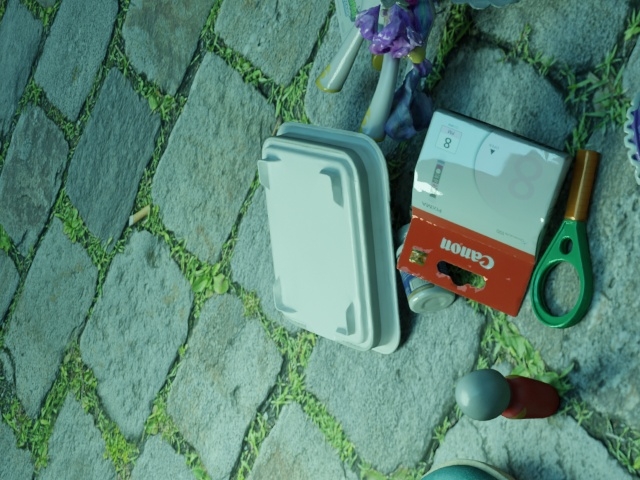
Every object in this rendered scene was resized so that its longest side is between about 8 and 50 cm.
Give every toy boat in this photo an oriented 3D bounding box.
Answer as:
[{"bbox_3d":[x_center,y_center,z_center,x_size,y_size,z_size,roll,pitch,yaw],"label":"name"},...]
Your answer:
[{"bbox_3d":[0.200,0.315,1.640,0.267,0.148,0.318,20,98,53],"label":"toy boat"}]

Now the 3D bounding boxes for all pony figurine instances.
[{"bbox_3d":[0.118,-0.330,1.844,0.351,0.303,0.363,-124,39,-53],"label":"pony figurine"}]

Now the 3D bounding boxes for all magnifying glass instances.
[{"bbox_3d":[0.320,-0.001,1.667,0.092,0.026,0.231,12,93,53],"label":"magnifying glass"}]

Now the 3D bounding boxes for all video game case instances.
[{"bbox_3d":[0.073,-0.407,2.089,0.143,0.019,0.157,-34,56,43],"label":"video game case"}]

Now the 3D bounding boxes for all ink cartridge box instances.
[{"bbox_3d":[0.206,-0.035,1.717,0.189,0.066,0.232,23,102,21],"label":"ink cartridge box"}]

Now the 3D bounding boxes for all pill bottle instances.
[{"bbox_3d":[0.145,0.037,1.847,0.067,0.067,0.120,-40,52,40],"label":"pill bottle"}]

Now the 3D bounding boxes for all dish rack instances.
[{"bbox_3d":[0.000,0.000,1.946,0.285,0.072,0.332,16,117,53],"label":"dish rack"}]

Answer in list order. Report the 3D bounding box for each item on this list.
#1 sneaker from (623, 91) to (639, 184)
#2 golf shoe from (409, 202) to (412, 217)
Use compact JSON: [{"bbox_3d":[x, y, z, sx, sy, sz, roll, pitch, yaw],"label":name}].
[{"bbox_3d":[0.421,-0.069,1.503,0.104,0.095,0.236,-19,72,42],"label":"sneaker"},{"bbox_3d":[0.203,-0.060,1.781,0.198,0.077,0.094,-38,59,35],"label":"golf shoe"}]
